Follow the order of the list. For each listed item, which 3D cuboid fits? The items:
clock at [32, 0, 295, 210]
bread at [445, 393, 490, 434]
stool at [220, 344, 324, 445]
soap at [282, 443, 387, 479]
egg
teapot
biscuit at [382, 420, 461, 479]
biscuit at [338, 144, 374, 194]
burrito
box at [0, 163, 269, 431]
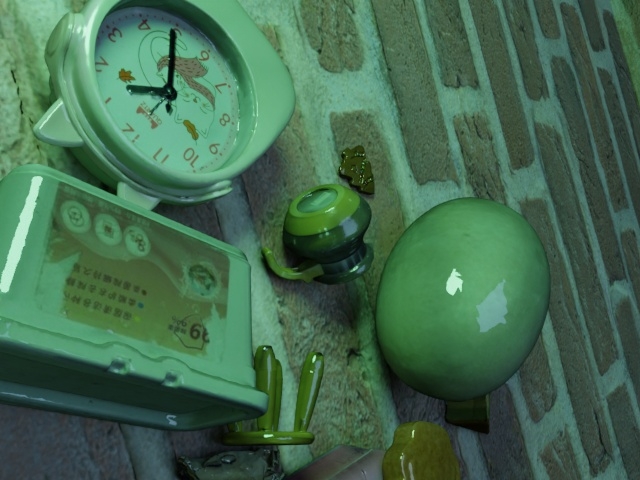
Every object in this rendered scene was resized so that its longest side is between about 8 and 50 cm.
[{"bbox_3d":[-0.185,-0.171,0.722,0.265,0.109,0.324,51,49,-25],"label":"clock"},{"bbox_3d":[0.296,0.300,1.099,0.139,0.084,0.074,29,59,-38],"label":"bread"},{"bbox_3d":[-0.063,0.190,0.745,0.134,0.135,0.110,88,3,-70],"label":"stool"},{"bbox_3d":[0.061,0.375,0.822,0.324,0.109,0.193,-13,88,-47],"label":"soap"},{"bbox_3d":[0.220,0.083,0.960,0.258,0.258,0.352,55,45,-19],"label":"egg"},{"bbox_3d":[0.000,0.000,0.868,0.166,0.130,0.119,-31,121,-13],"label":"teapot"},{"bbox_3d":[0.128,0.397,0.767,0.202,0.047,0.334,27,57,-36],"label":"biscuit"},{"bbox_3d":[0.064,-0.113,1.027,0.092,0.016,0.082,56,46,-17],"label":"biscuit"},{"bbox_3d":[-0.104,0.273,0.728,0.149,0.041,0.055,10,79,-45],"label":"burrito"},{"bbox_3d":[-0.206,0.066,0.604,0.312,0.175,0.182,26,52,-39],"label":"box"}]
